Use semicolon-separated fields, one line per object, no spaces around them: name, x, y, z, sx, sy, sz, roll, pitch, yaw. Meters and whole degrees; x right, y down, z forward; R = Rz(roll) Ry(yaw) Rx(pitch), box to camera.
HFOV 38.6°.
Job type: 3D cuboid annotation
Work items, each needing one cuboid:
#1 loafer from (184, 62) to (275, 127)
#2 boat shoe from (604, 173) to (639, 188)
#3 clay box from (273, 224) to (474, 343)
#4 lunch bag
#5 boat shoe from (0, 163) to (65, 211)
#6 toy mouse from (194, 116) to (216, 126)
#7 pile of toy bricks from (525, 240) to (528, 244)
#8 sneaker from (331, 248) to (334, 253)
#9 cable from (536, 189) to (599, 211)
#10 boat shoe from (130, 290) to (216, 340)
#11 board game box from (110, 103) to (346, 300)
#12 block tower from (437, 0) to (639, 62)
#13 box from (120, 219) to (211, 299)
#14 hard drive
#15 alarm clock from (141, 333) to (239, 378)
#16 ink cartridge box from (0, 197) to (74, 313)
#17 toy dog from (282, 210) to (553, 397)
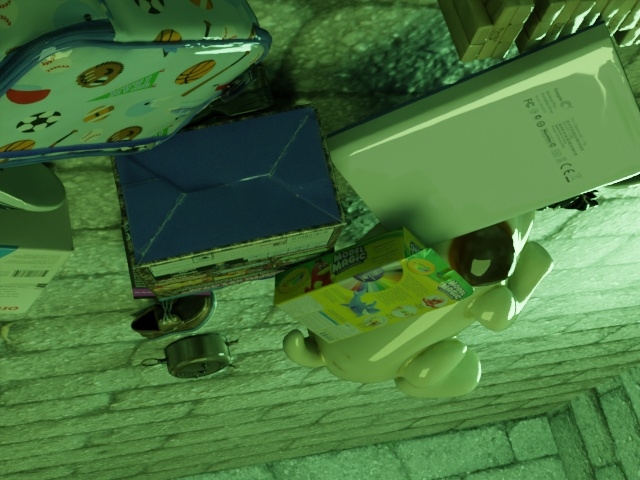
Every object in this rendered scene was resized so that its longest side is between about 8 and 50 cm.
loafer;-0.137;-0.156;0.988;0.170;0.061;0.062;-13;-174;-9
boat shoe;0.553;-0.153;1.354;0.320;0.118;0.103;-26;152;8
clay box;0.067;0.055;1.141;0.222;0.053;0.127;-22;140;27
lunch bag;-0.198;-0.150;0.807;0.243;0.115;0.303;-33;170;32
boat shoe;-0.393;-0.062;1.051;0.183;0.065;0.083;15;147;-40
toy mouse;-0.172;-0.133;1.051;0.161;0.031;0.143;2;153;-35
pile of toy bricks;0.304;0.005;1.579;0.118;0.105;0.212;-21;157;16
sneaker;0.000;0.000;1.423;0.068;0.071;0.170;-17;157;5
cable;0.340;-0.091;1.370;0.150;0.047;0.184;16;158;28
boat shoe;-0.256;0.132;1.582;0.183;0.066;0.066;-30;152;33
board game box;-0.109;-0.034;1.103;0.232;0.141;0.291;-12;171;-7
block tower;0.300;-0.262;0.959;0.335;0.097;0.091;-10;158;-14
box;-0.218;0.024;1.310;0.116;0.029;0.162;-1;139;-4
hard drive;0.196;-0.102;1.033;0.318;0.040;0.210;-20;137;22
alarm clock;-0.266;0.240;1.847;0.192;0.064;0.129;-3;155;-19
ink cartridge box;-0.426;0.019;1.180;0.148;0.086;0.203;4;152;-36
toy dog;0.147;0.023;1.340;0.395;0.285;0.408;-3;145;-27
